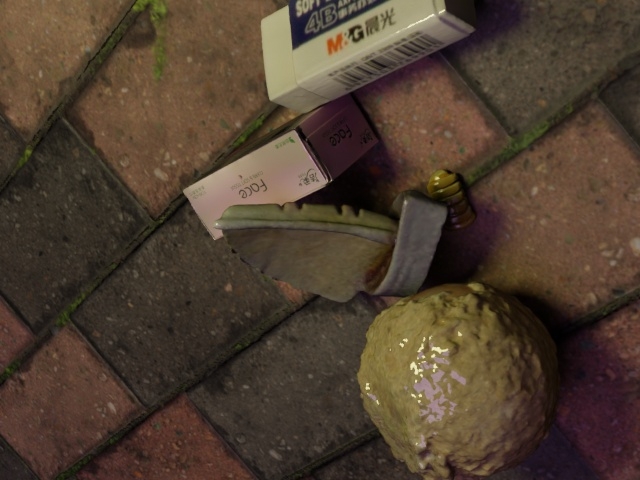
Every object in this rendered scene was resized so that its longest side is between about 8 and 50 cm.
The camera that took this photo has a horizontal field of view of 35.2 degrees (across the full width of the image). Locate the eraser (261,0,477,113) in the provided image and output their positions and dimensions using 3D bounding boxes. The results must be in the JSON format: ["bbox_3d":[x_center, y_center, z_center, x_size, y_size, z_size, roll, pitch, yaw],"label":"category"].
[{"bbox_3d":[0.051,-0.265,1.242,0.279,0.081,0.124,-20,69,37],"label":"eraser"}]

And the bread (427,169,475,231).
[{"bbox_3d":[0.175,-0.054,1.364,0.049,0.033,0.088,-12,110,31],"label":"bread"}]

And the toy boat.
[{"bbox_3d":[0.028,0.009,1.380,0.293,0.111,0.276,0,153,8],"label":"toy boat"}]

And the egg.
[{"bbox_3d":[0.190,0.190,1.353,0.279,0.279,0.310,4,136,32],"label":"egg"}]

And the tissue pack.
[{"bbox_3d":[-0.055,-0.105,1.411,0.246,0.148,0.092,-24,103,43],"label":"tissue pack"}]
